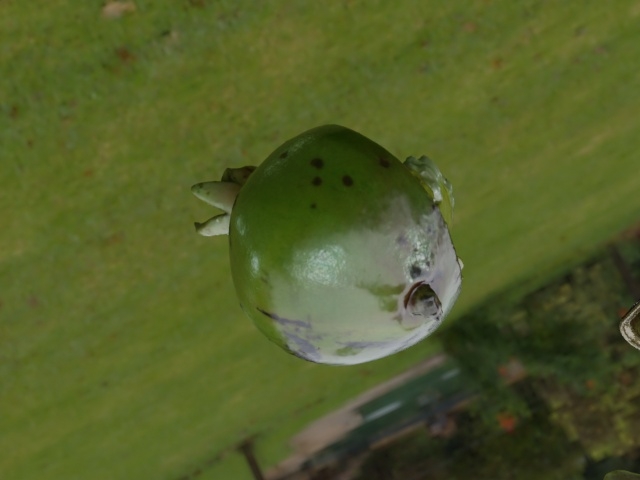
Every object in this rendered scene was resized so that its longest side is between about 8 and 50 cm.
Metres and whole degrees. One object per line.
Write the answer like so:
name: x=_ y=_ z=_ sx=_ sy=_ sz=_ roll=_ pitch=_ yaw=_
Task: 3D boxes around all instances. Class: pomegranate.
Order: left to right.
pomegranate: x=0.000 y=0.000 z=1.562 sx=0.341 sy=0.260 sz=0.260 roll=15 pitch=-162 yaw=39

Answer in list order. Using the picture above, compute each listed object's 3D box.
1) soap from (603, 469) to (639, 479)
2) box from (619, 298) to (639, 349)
soap: x=0.357 y=0.345 z=1.195 sx=0.335 sy=0.156 sz=0.293 roll=12 pitch=-147 yaw=22
box: x=0.361 y=0.066 z=1.396 sx=0.111 sy=0.111 sz=0.177 roll=-21 pitch=161 yaw=-21
